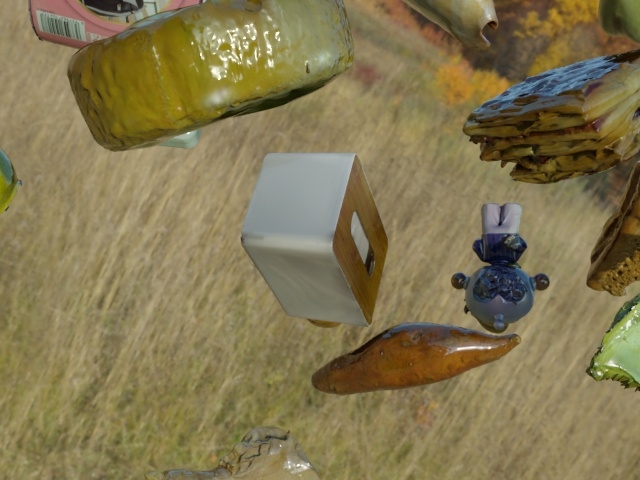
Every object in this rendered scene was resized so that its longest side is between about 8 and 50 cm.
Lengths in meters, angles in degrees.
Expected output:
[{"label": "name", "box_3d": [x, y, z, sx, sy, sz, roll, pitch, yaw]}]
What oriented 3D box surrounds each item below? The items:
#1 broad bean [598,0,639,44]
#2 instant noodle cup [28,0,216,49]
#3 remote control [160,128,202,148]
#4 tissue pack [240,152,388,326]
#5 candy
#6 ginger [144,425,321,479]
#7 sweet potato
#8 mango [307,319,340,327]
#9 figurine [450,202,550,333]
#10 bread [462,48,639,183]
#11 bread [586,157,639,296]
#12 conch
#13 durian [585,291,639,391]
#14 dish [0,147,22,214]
[{"label": "broad bean", "box_3d": [0.599, -0.502, 1.544, 0.121, 0.263, 0.189, 23, 33, 37]}, {"label": "instant noodle cup", "box_3d": [-0.269, -0.353, 1.178, 0.255, 0.243, 0.244, 9, 15, -1]}, {"label": "remote control", "box_3d": [-0.247, -0.292, 1.429, 0.140, 0.296, 0.056, 8, -29, 6]}, {"label": "tissue pack", "box_3d": [-0.001, 0.001, 1.196, 0.136, 0.159, 0.246, 4, -29, 20]}, {"label": "candy", "box_3d": [-0.096, -0.162, 0.739, 0.260, 0.260, 0.117, -66, 137, -77]}, {"label": "ginger", "box_3d": [-0.106, 0.312, 1.014, 0.074, 0.213, 0.137, -121, -170, -73]}, {"label": "sweet potato", "box_3d": [0.136, 0.182, 1.301, 0.360, 0.112, 0.112, -12, 2, 17]}, {"label": "mango", "box_3d": [0.026, 0.069, 1.380, 0.090, 0.163, 0.111, 21, 0, 17]}, {"label": "figurine", "box_3d": [0.387, 0.054, 1.724, 0.194, 0.274, 0.133, 23, -8, 17]}, {"label": "bread", "box_3d": [0.436, -0.205, 1.389, 0.325, 0.166, 0.278, -29, 17, -37]}, {"label": "bread", "box_3d": [0.652, -0.019, 1.590, 0.185, 0.380, 0.109, 13, 52, 6]}, {"label": "conch", "box_3d": [0.149, -0.378, 1.158, 0.127, 0.158, 0.255, -14, 60, -21]}, {"label": "durian", "box_3d": [0.589, 0.132, 1.282, 0.198, 0.395, 0.163, 81, -15, -55]}, {"label": "dish", "box_3d": [-0.597, -0.095, 1.481, 0.080, 0.149, 0.207, 38, 14, -30]}]
